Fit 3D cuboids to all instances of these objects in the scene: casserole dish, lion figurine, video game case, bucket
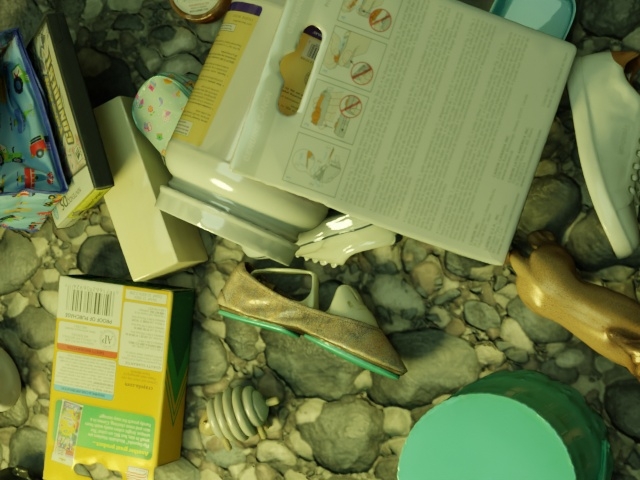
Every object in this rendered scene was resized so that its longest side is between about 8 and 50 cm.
[{"bbox_3d":[0.281,-0.278,1.814,0.114,0.037,0.188,28,102,19],"label":"casserole dish"},{"bbox_3d":[0.364,0.094,1.674,0.392,0.240,0.142,21,98,22],"label":"lion figurine"},{"bbox_3d":[-0.401,-0.176,2.016,0.248,0.035,0.275,-29,77,62],"label":"video game case"},{"bbox_3d":[0.243,0.313,1.757,0.281,0.183,0.281,0,91,22],"label":"bucket"}]

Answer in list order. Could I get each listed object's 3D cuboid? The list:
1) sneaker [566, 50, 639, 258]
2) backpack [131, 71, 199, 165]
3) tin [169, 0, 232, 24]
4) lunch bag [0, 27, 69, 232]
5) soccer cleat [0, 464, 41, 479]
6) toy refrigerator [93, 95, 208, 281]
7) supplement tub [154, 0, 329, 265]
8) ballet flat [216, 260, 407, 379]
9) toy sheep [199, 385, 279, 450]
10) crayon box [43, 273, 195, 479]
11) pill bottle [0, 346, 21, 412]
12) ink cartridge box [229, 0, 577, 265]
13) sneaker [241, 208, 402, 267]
[{"bbox_3d":[0.399,-0.123,1.705,0.123,0.106,0.290,-12,69,17],"label":"sneaker"},{"bbox_3d":[-0.192,-0.176,1.968,0.182,0.115,0.152,47,108,17],"label":"backpack"},{"bbox_3d":[-0.184,-0.427,2.006,0.106,0.040,0.189,-4,89,18],"label":"tin"},{"bbox_3d":[-0.501,-0.176,2.045,0.221,0.138,0.293,147,115,-62],"label":"lunch bag"},{"bbox_3d":[-0.425,0.482,2.102,0.289,0.093,0.121,42,136,12],"label":"soccer cleat"},{"bbox_3d":[-0.275,-0.077,2.011,0.094,0.102,0.269,-24,82,21],"label":"toy refrigerator"},{"bbox_3d":[-0.067,-0.156,1.791,0.241,0.241,0.331,24,89,20],"label":"supplement tub"},{"bbox_3d":[-0.006,0.103,1.905,0.316,0.107,0.106,19,84,21],"label":"ballet flat"},{"bbox_3d":[-0.121,0.260,1.963,0.132,0.091,0.091,-21,82,7],"label":"toy sheep"},{"bbox_3d":[-0.314,0.223,2.041,0.203,0.083,0.323,7,93,22],"label":"crayon box"},{"bbox_3d":[-0.604,0.256,2.141,0.208,0.119,0.119,-25,81,21],"label":"pill bottle"},{"bbox_3d":[0.106,-0.170,1.708,0.385,0.091,0.308,19,92,-10],"label":"ink cartridge box"},{"bbox_3d":[0.000,0.000,1.906,0.258,0.094,0.091,-13,118,35],"label":"sneaker"}]
